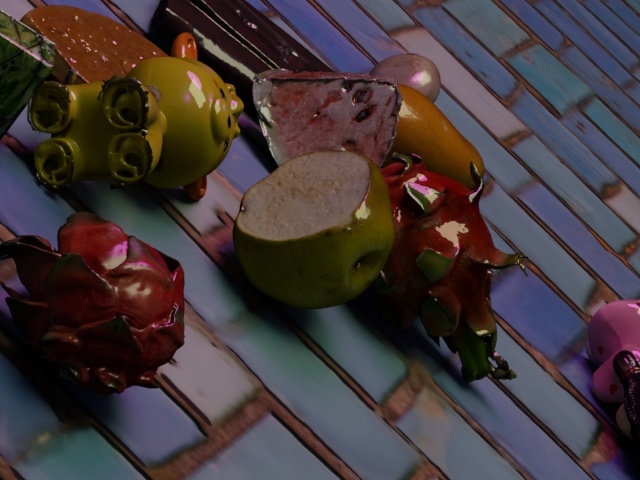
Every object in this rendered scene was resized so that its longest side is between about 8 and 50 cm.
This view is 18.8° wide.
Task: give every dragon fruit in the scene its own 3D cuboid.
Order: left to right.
[{"bbox_3d":[-0.154,0.045,1.335,0.121,0.130,0.142,-23,64,-28],"label":"dragon fruit"},{"bbox_3d":[0.107,0.024,1.711,0.135,0.137,0.236,-33,84,-31],"label":"dragon fruit"}]

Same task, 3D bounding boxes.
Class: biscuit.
[{"bbox_3d":[-0.174,-0.143,1.709,0.220,0.029,0.142,28,30,-27],"label":"biscuit"}]

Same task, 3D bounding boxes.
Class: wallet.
[{"bbox_3d":[-0.061,-0.184,1.924,0.229,0.049,0.182,37,21,-13],"label":"wallet"}]

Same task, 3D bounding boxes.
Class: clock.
[{"bbox_3d":[0.359,0.166,1.901,0.194,0.100,0.195,31,28,-27],"label":"clock"}]

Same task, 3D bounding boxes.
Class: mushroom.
[{"bbox_3d":[0.093,-0.159,2.094,0.085,0.085,0.079,-106,175,-50],"label":"mushroom"}]

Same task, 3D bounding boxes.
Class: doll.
[{"bbox_3d":[-0.137,-0.094,1.585,0.221,0.135,0.143,-25,110,-67],"label":"doll"}]

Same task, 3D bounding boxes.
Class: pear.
[{"bbox_3d":[0.000,0.000,1.612,0.141,0.141,0.104,-105,176,-51],"label":"pear"}]

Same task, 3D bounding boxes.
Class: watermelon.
[{"bbox_3d":[0.024,-0.098,1.822,0.187,0.139,0.071,56,0,8],"label":"watermelon"}]

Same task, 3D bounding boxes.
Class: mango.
[{"bbox_3d":[0.103,-0.095,1.980,0.184,0.085,0.102,35,22,-42],"label":"mango"}]

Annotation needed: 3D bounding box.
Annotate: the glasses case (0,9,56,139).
[{"bbox_3d":[-0.336,-0.178,1.448,0.272,0.095,0.062,33,21,-19],"label":"glasses case"}]
